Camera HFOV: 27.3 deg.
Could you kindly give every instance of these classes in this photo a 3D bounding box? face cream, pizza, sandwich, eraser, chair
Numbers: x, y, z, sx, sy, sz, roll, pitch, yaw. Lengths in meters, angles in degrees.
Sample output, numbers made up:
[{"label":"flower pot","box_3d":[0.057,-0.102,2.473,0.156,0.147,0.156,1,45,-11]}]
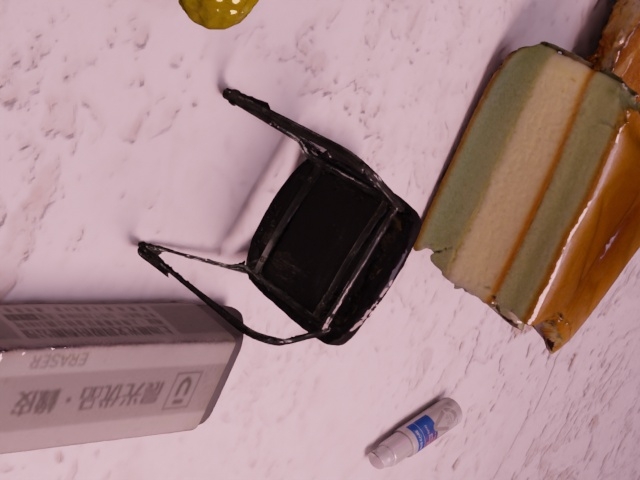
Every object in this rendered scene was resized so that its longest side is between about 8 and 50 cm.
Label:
[{"label":"face cream","box_3d":[0.101,0.210,1.421,0.130,0.034,0.034,-25,137,-40]},{"label":"pizza","box_3d":[0.297,-0.179,1.325,0.161,0.062,0.182,-59,155,-10]},{"label":"sandwich","box_3d":[0.194,-0.031,1.211,0.198,0.155,0.227,-49,148,-13]},{"label":"eraser","box_3d":[-0.164,0.092,0.912,0.352,0.061,0.089,3,115,-55]},{"label":"chair","box_3d":[0.000,0.000,0.980,0.140,0.145,0.221,-59,150,5]}]

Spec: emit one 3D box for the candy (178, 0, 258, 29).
[{"label":"candy","box_3d":[-0.050,-0.212,0.766,0.106,0.094,0.199,-77,-177,-52]}]
